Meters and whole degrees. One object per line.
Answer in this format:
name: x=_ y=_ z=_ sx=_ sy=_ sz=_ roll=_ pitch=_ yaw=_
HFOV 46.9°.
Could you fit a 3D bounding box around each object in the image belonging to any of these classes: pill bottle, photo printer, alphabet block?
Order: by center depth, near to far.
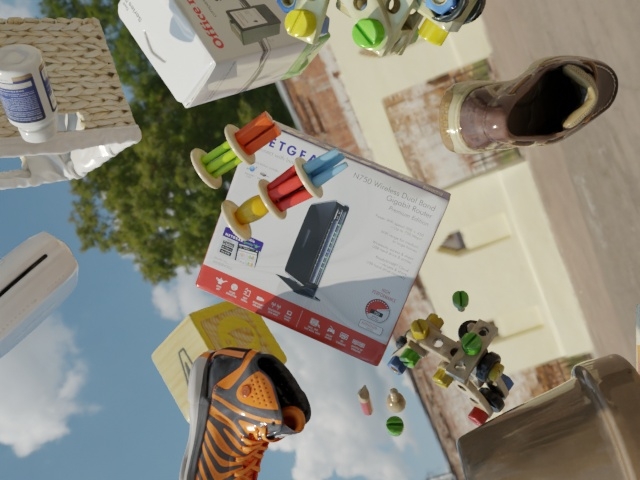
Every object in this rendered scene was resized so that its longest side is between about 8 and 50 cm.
pill bottle: x=-0.385 y=-0.190 z=0.968 sx=0.120 sy=0.067 sz=0.067 roll=90 pitch=173 yaw=-47
photo printer: x=-0.567 y=0.110 z=1.365 sx=0.107 sy=0.256 sz=0.307 roll=45 pitch=157 yaw=-4
alphabet block: x=-0.231 y=0.268 z=1.676 sx=0.192 sy=0.197 sz=0.193 roll=-19 pitch=-110 yaw=-51

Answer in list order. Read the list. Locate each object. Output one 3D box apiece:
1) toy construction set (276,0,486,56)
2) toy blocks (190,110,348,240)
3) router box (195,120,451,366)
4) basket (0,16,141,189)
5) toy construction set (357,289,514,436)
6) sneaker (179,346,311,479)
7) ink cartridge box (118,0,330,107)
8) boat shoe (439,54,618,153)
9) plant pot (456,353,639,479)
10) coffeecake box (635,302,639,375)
toy construction set: x=0.085 y=-0.323 z=0.737 sx=0.215 sy=0.327 sz=0.151 roll=39 pitch=-136 yaw=16
toy blocks: x=-0.054 y=-0.087 z=0.823 sx=0.123 sy=0.148 sz=0.054 roll=60 pitch=-165 yaw=-1
router box: x=0.000 y=0.000 z=1.210 sx=0.082 sy=0.336 sz=0.301 roll=-44 pitch=-25 yaw=-73
basket: x=-0.599 y=-0.257 z=1.464 sx=0.328 sy=0.331 sz=0.266 roll=-16 pitch=-91 yaw=-44
toy construction set: x=0.212 y=0.236 z=1.407 sx=0.257 sy=0.309 sz=0.237 roll=58 pitch=173 yaw=30
sneaker: x=-0.111 y=0.325 z=1.132 sx=0.125 sy=0.180 sz=0.321 roll=8 pitch=-102 yaw=-61
ink cartridge box: x=-0.148 y=-0.347 z=1.177 sx=0.273 sy=0.115 sz=0.198 roll=-30 pitch=-98 yaw=-45
boat shoe: x=0.310 y=-0.180 z=0.970 sx=0.342 sy=0.123 sz=0.123 roll=-15 pitch=-75 yaw=-37
plant pot: x=0.296 y=0.291 z=0.915 sx=0.263 sy=0.229 sz=0.263 roll=-14 pitch=-90 yaw=-83
coffeecake box: x=0.555 y=0.163 z=1.054 sx=0.068 sy=0.186 sz=0.142 roll=124 pitch=150 yaw=-82
